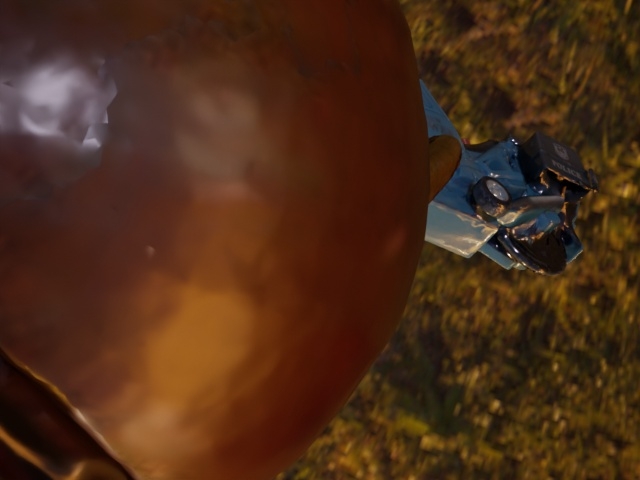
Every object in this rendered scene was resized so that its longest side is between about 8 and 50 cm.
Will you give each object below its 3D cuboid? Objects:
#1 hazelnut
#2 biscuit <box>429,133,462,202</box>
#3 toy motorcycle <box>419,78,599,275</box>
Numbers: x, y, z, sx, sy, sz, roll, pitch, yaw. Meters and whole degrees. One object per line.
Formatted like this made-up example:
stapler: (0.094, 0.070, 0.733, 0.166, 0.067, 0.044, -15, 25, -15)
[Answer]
hazelnut: (-0.161, -0.024, 0.687, 0.409, 0.359, 0.359, 5, 116, 53)
biscuit: (0.000, 0.000, 1.053, 0.212, 0.212, 0.036, -32, 94, 22)
toy motorcycle: (0.081, -0.067, 1.272, 0.272, 0.182, 0.123, 23, 127, -32)
